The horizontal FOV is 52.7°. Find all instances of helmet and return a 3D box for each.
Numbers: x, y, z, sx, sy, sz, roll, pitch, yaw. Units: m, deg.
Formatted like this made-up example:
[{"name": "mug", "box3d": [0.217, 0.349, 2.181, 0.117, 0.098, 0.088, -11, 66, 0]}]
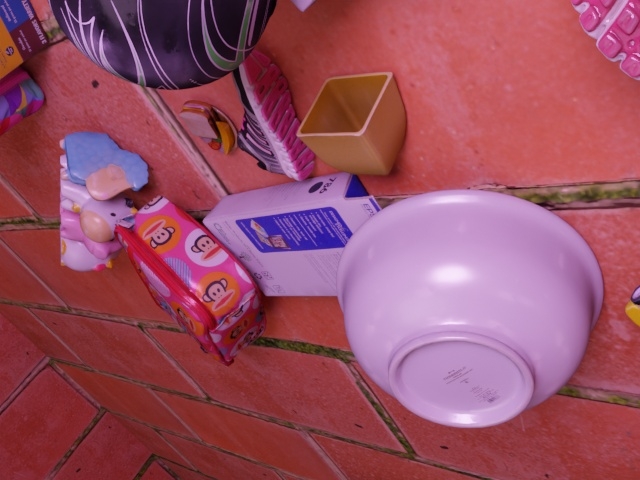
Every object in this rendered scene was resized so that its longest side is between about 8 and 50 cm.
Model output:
[{"name": "helmet", "box3d": [-0.109, -0.187, 0.457, 0.170, 0.169, 0.161, 30, 134, 8]}]

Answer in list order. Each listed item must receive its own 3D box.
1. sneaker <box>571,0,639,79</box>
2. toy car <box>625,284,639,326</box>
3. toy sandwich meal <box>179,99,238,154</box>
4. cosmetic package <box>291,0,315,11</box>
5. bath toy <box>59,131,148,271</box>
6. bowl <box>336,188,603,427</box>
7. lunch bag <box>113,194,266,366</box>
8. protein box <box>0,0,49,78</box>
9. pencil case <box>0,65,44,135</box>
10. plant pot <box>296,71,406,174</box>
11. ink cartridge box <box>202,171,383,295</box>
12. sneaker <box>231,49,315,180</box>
[{"name": "sneaker", "box3d": [0.269, -0.123, 0.403, 0.299, 0.112, 0.121, 49, 128, 2]}, {"name": "toy car", "box3d": [0.353, -0.005, 0.525, 0.239, 0.053, 0.225, -5, 130, 45]}, {"name": "toy sandwich meal", "box3d": [-0.142, -0.141, 0.826, 0.086, 0.029, 0.085, 24, 146, 17]}, {"name": "cosmetic package", "box3d": [-0.049, -0.370, 0.381, 0.377, 0.097, 0.284, 44, 145, -14]}, {"name": "bath toy", "box3d": [-0.375, -0.038, 1.100, 0.129, 0.151, 0.348, -2, 156, -23]}, {"name": "bowl", "box3d": [0.149, 0.103, 0.688, 0.298, 0.134, 0.297, 8, 131, 9]}, {"name": "lunch bag", "box3d": [-0.211, 0.057, 1.033, 0.258, 0.120, 0.293, 42, 161, 18]}, {"name": "protein box", "box3d": [-0.514, -0.277, 0.830, 0.200, 0.201, 0.135, 19, 145, 24]}, {"name": "pencil case", "box3d": [-0.498, -0.176, 0.922, 0.105, 0.236, 0.104, 8, 128, 10]}, {"name": "plant pot", "box3d": [0.042, -0.110, 0.655, 0.082, 0.081, 0.083, 6, 149, 39]}, {"name": "ink cartridge box", "box3d": [0.000, 0.000, 0.849, 0.333, 0.065, 0.165, -3, 132, 47]}, {"name": "sneaker", "box3d": [-0.069, -0.136, 0.732, 0.075, 0.063, 0.170, 5, 142, 30]}]
